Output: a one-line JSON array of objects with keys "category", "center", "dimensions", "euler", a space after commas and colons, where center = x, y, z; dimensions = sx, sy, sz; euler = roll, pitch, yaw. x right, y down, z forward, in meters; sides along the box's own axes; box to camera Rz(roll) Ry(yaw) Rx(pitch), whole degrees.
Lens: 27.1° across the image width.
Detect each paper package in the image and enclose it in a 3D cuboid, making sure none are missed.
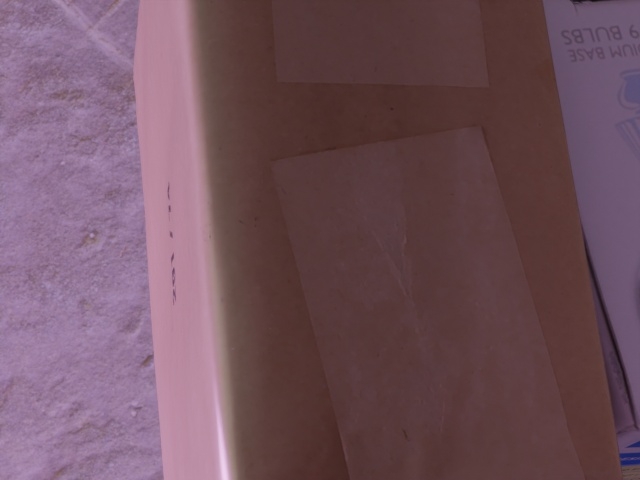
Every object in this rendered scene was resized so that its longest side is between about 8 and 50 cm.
[{"category": "paper package", "center": [0.000, 0.000, 0.681], "dimensions": [0.309, 0.168, 0.325], "euler": [125, 140, -70]}]

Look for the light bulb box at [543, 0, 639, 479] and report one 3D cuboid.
[{"category": "light bulb box", "center": [0.244, 0.025, 0.796], "dimensions": [0.361, 0.357, 0.225], "euler": [118, 143, -66]}]
